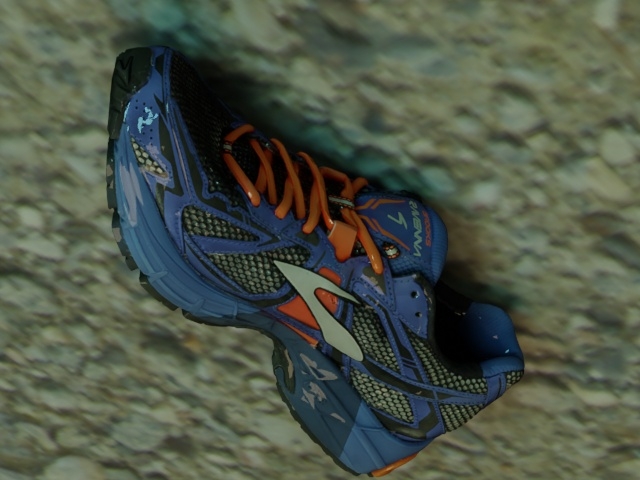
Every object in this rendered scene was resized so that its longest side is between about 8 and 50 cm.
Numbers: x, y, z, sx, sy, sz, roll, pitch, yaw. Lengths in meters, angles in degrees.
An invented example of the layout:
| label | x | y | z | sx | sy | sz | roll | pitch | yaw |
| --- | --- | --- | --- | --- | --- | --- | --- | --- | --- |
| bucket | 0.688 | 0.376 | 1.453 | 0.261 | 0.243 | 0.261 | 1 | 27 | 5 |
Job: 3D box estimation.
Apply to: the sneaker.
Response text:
| label | x | y | z | sx | sy | sz | roll | pitch | yaw |
| --- | --- | --- | --- | --- | --- | --- | --- | --- | --- |
| sneaker | 0.000 | 0.000 | 0.686 | 0.087 | 0.083 | 0.221 | -24 | 134 | 23 |
